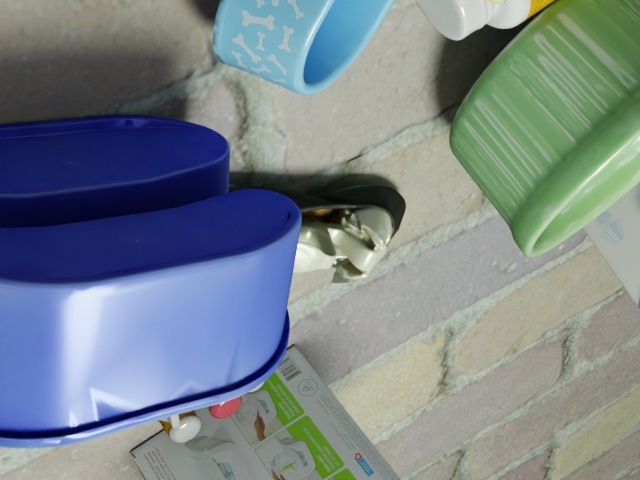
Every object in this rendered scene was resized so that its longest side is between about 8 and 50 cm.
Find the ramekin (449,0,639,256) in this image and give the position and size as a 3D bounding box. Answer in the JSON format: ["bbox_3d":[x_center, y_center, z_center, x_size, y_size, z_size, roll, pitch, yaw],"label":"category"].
[{"bbox_3d":[0.274,-0.136,1.043,0.303,0.148,0.303,-37,165,-11],"label":"ramekin"}]

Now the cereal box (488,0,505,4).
[{"bbox_3d":[0.147,-0.313,0.737,0.240,0.047,0.173,87,25,-58],"label":"cereal box"}]

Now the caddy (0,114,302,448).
[{"bbox_3d":[-0.176,0.034,0.800,0.341,0.241,0.179,-10,129,-35],"label":"caddy"}]

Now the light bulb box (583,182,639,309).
[{"bbox_3d":[0.570,-0.014,1.267,0.225,0.361,0.358,-2,142,-41],"label":"light bulb box"}]

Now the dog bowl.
[{"bbox_3d":[0.030,-0.241,0.788,0.297,0.074,0.166,-59,166,21],"label":"dog bowl"}]

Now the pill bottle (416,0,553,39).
[{"bbox_3d":[0.186,-0.268,0.919,0.215,0.117,0.117,-35,143,-10],"label":"pill bottle"}]

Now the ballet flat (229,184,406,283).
[{"bbox_3d":[0.000,0.000,1.043,0.280,0.096,0.095,-3,129,-41],"label":"ballet flat"}]

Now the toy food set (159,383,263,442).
[{"bbox_3d":[-0.126,0.146,1.071,0.111,0.104,0.232,-25,141,-21],"label":"toy food set"}]

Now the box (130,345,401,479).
[{"bbox_3d":[-0.046,0.291,1.163,0.231,0.262,0.127,-33,143,-13],"label":"box"}]
